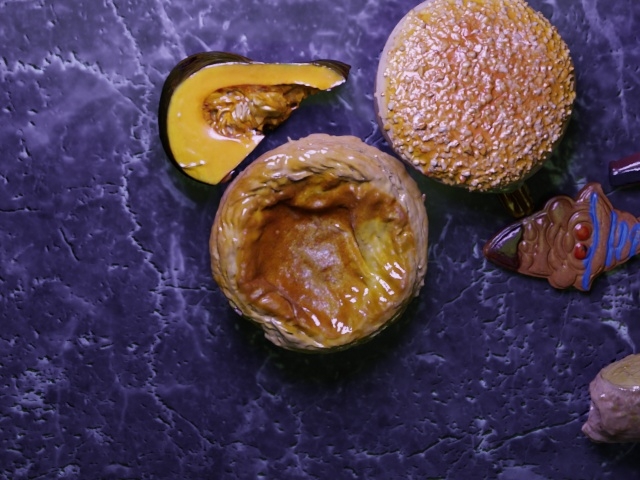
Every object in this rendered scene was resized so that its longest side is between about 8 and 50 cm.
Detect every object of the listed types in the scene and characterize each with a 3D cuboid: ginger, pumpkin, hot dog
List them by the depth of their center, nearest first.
[{"bbox_3d":[-0.099,-0.177,1.401,0.280,0.139,0.190,3,105,-1],"label":"pumpkin"},{"bbox_3d":[0.299,-0.090,1.509,0.049,0.037,0.122,-24,103,17],"label":"hot dog"},{"bbox_3d":[0.577,0.288,1.603,0.275,0.130,0.221,-19,118,9],"label":"ginger"}]

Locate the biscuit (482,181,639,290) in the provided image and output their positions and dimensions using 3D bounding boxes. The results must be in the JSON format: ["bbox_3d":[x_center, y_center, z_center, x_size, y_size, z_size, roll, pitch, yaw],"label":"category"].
[{"bbox_3d":[0.403,-0.001,1.545,0.280,0.043,0.183,-7,106,-4],"label":"biscuit"}]

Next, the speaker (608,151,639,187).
[{"bbox_3d":[0.575,-0.180,1.422,0.259,0.198,0.330,-25,117,-8],"label":"speaker"}]

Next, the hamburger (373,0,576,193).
[{"bbox_3d":[0.217,-0.214,1.360,0.302,0.170,0.302,-1,94,-16],"label":"hamburger"}]

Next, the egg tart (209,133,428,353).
[{"bbox_3d":[0.000,0.000,1.454,0.351,0.150,0.352,-4,110,-10],"label":"egg tart"}]
